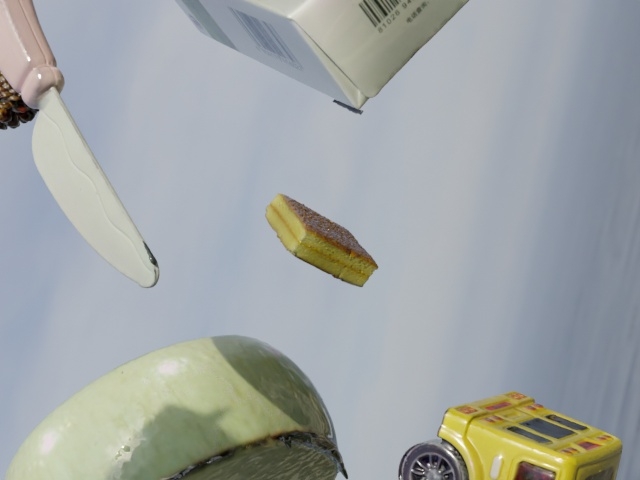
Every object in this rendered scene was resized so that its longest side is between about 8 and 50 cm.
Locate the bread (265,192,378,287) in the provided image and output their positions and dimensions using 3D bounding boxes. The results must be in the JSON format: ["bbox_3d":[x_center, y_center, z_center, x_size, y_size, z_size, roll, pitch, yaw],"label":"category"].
[{"bbox_3d":[0.000,0.000,1.461,0.035,0.094,0.090,-55,33,12],"label":"bread"}]

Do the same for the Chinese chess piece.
[{"bbox_3d":[-0.146,0.250,1.521,0.146,0.349,0.349,56,159,29],"label":"Chinese chess piece"}]

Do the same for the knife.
[{"bbox_3d":[-0.220,-0.089,1.227,0.043,0.336,0.081,-7,-31,-42],"label":"knife"}]

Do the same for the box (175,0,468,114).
[{"bbox_3d":[0.002,-0.243,1.233,0.200,0.299,0.106,-45,-55,-7],"label":"box"}]

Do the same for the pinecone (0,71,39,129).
[{"bbox_3d":[-0.370,-0.179,1.761,0.109,0.102,0.102,-27,38,49],"label":"pinecone"}]

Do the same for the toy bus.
[{"bbox_3d":[0.136,0.301,1.245,0.145,0.151,0.331,-5,-71,-58],"label":"toy bus"}]
